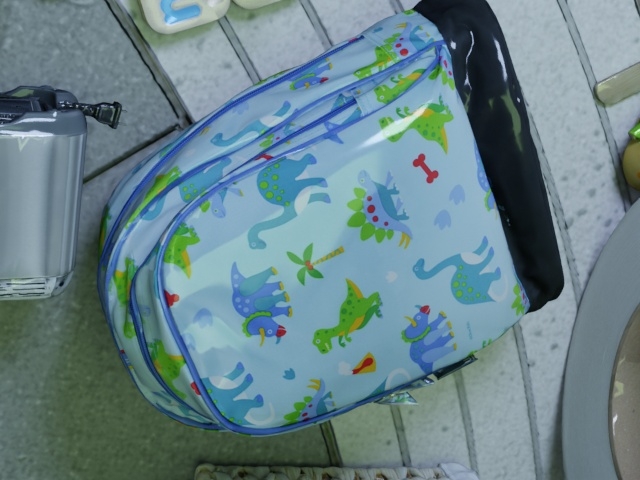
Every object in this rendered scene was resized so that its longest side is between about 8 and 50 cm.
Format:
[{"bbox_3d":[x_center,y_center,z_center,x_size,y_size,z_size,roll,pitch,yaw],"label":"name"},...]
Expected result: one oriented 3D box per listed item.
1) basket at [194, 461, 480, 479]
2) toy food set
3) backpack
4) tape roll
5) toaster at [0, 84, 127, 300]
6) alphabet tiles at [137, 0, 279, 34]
[{"bbox_3d":[0.023,0.385,1.029,0.266,0.328,0.331,4,103,-12],"label":"basket"},{"bbox_3d":[0.334,-0.078,1.139,0.132,0.038,0.192,-29,109,-6],"label":"toy food set"},{"bbox_3d":[0.000,0.000,0.981,0.356,0.273,0.290,-16,115,3],"label":"backpack"},{"bbox_3d":[0.311,0.132,1.005,0.072,0.392,0.392,8,102,-17],"label":"tape roll"},{"bbox_3d":[-0.263,-0.039,0.948,0.227,0.129,0.146,0,108,-17],"label":"toaster"},{"bbox_3d":[-0.107,-0.311,0.974,0.278,0.021,0.284,-20,108,-10],"label":"alphabet tiles"}]
